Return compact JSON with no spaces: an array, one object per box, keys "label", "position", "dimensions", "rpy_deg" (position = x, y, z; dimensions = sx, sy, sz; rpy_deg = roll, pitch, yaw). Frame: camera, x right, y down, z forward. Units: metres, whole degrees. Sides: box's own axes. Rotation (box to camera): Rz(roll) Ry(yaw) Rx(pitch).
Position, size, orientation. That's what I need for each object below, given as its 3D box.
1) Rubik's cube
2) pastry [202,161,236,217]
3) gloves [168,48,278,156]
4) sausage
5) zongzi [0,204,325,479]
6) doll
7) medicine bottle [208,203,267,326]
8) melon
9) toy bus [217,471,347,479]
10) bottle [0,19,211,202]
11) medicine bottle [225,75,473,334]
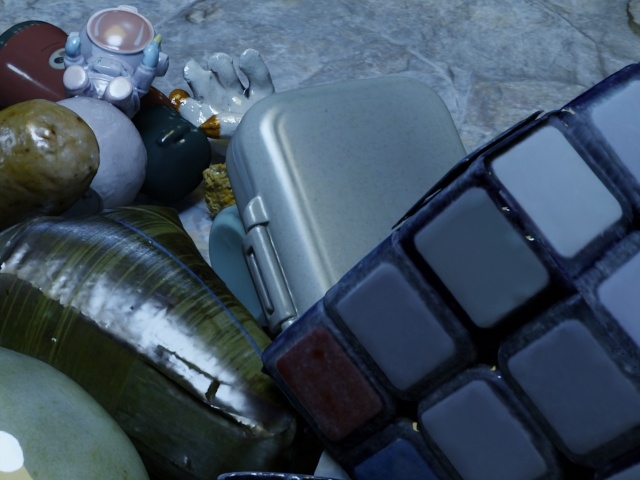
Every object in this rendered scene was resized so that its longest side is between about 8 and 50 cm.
[{"label":"Rubik's cube","position":[0.231,0.088,1.119],"dimensions":[0.362,0.363,0.359],"rpy_deg":[50,50,5]},{"label":"pastry","position":[-0.075,-0.068,1.647],"dimensions":[0.140,0.080,0.056],"rpy_deg":[-16,28,-25]},{"label":"gloves","position":[-0.085,-0.156,1.734],"dimensions":[0.219,0.131,0.140],"rpy_deg":[6,57,6]},{"label":"sausage","position":[-0.452,-0.018,1.411],"dimensions":[0.501,0.136,0.123],"rpy_deg":[-18,53,16]},{"label":"zongzi","position":[-0.117,0.091,1.356],"dimensions":[0.403,0.207,0.432],"rpy_deg":[25,24,19]},{"label":"doll","position":[-0.251,-0.154,1.538],"dimensions":[0.151,0.151,0.287],"rpy_deg":[7,53,5]},{"label":"medicine bottle","position":[0.000,0.000,1.503],"dimensions":[0.225,0.139,0.139],"rpy_deg":[-20,42,-29]},{"label":"melon","position":[-0.277,0.220,1.067],"dimensions":[0.269,0.268,0.330],"rpy_deg":[-24,35,-33]},{"label":"toy bus","position":[-0.032,0.328,1.010],"dimensions":[0.138,0.175,0.287],"rpy_deg":[4,35,2]},{"label":"bottle","position":[-0.281,-0.157,1.702],"dimensions":[0.336,0.144,0.144],"rpy_deg":[32,45,33]},{"label":"medicine bottle","position":[0.063,0.017,1.367],"dimensions":[0.282,0.123,0.375],"rpy_deg":[-11,72,-28]}]
